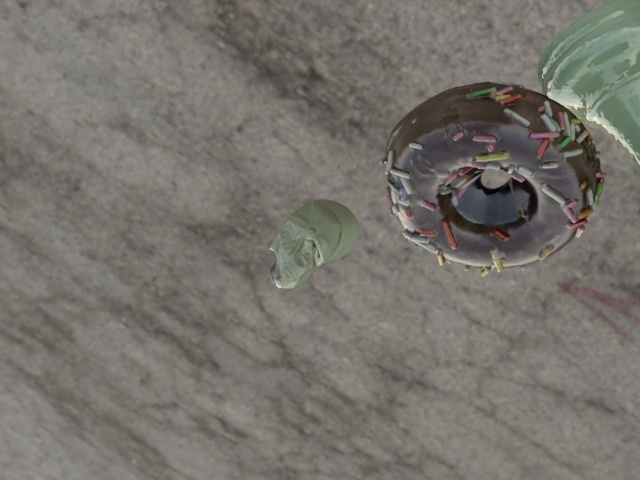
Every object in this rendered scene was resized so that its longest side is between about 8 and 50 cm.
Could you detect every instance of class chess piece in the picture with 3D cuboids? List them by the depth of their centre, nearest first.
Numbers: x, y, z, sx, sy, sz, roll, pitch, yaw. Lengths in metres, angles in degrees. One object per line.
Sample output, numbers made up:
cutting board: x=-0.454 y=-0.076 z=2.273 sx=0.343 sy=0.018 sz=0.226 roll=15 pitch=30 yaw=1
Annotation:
chess piece: x=0.401 y=-0.126 z=1.235 sx=0.195 sy=0.299 sz=0.194 roll=-17 pitch=157 yaw=-7

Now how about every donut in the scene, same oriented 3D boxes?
donut: x=0.201 y=-0.066 z=1.219 sx=0.270 sy=0.103 sz=0.269 roll=9 pitch=136 yaw=9

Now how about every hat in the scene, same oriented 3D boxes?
hat: x=0.000 y=0.000 z=1.512 sx=0.081 sy=0.166 sz=0.122 roll=-9 pitch=92 yaw=44
